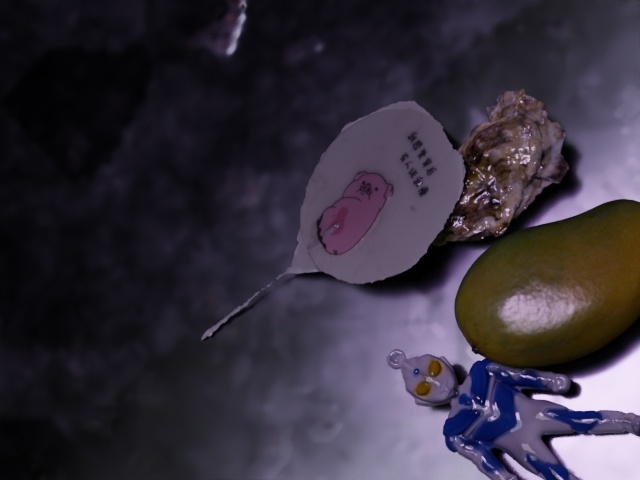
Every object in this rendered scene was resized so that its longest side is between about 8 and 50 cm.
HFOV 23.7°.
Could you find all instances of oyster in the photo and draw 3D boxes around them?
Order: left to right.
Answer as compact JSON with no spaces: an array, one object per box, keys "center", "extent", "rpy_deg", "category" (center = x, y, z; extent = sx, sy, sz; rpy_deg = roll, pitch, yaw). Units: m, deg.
[{"center":[0.150,-0.053,1.345],"extent":[0.108,0.053,0.165],"rpy_deg":[41,103,27],"category":"oyster"}]

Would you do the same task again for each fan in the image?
[{"center":[-0.001,0.000,1.398],"extent":[0.310,0.010,0.182],"rpy_deg":[-40,48,16],"category":"fan"}]

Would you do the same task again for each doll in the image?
[{"center":[0.153,0.153,1.302],"extent":[0.227,0.057,0.114],"rpy_deg":[23,91,22],"category":"doll"}]

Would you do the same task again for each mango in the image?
[{"center":[0.205,0.039,1.285],"extent":[0.191,0.085,0.122],"rpy_deg":[-24,50,11],"category":"mango"}]
